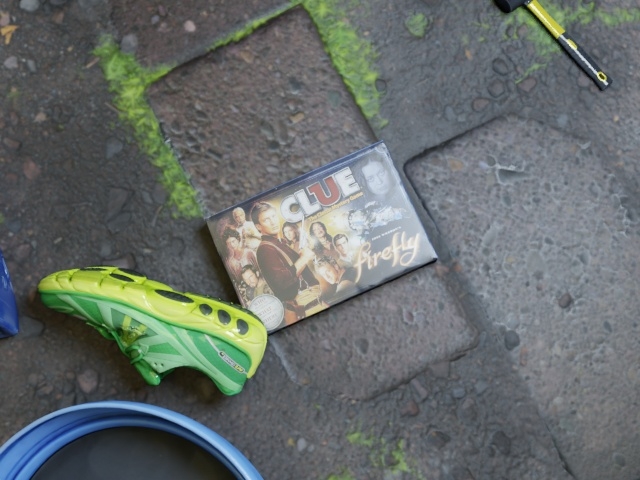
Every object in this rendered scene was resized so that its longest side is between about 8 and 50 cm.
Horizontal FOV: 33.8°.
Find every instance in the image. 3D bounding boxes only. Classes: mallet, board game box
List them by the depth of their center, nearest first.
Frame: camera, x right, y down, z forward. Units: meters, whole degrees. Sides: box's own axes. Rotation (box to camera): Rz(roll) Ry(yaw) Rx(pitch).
[{"bbox_3d":[0.000,0.000,1.304,0.243,0.042,0.165,-24,82,-2],"label":"board game box"},{"bbox_3d":[0.307,-0.273,1.339,0.190,0.039,0.062,41,83,1],"label":"mallet"}]

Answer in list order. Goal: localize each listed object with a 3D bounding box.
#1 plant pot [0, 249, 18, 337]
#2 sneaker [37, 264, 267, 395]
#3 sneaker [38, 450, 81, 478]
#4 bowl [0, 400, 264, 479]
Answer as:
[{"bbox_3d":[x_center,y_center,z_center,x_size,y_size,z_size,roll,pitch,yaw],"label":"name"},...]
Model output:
[{"bbox_3d":[-0.502,0.008,1.226,0.236,0.236,0.212,-9,76,0],"label":"plant pot"},{"bbox_3d":[-0.213,0.109,1.257,0.296,0.109,0.123,17,100,14],"label":"sneaker"},{"bbox_3d":[-0.315,0.324,1.257,0.229,0.086,0.132,-23,87,8],"label":"sneaker"},{"bbox_3d":[-0.213,0.368,1.140,0.391,0.077,0.391,-1,85,14],"label":"bowl"}]
